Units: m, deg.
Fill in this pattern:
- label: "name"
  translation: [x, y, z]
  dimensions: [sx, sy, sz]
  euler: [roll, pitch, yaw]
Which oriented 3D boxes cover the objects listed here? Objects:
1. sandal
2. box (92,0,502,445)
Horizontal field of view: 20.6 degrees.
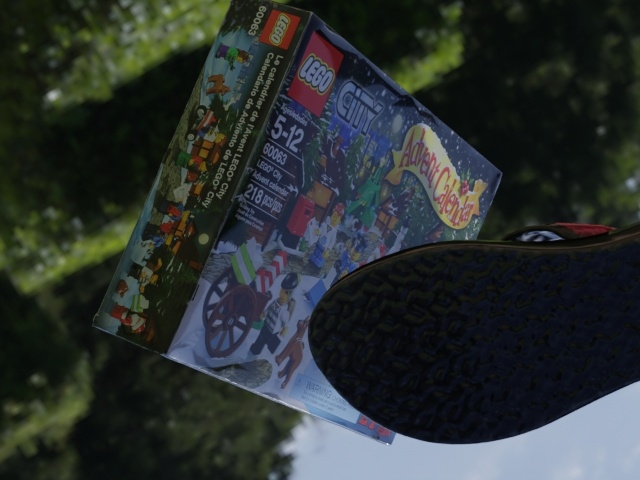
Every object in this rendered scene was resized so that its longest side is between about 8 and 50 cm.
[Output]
- label: "sandal"
  translation: [0.086, 0.022, 0.580]
  dimensions: [0.179, 0.067, 0.040]
  euler: [-12, -169, 1]
- label: "box"
  translation: [0.000, 0.000, 0.839]
  dimensions: [0.233, 0.044, 0.159]
  euler: [30, 82, -59]
